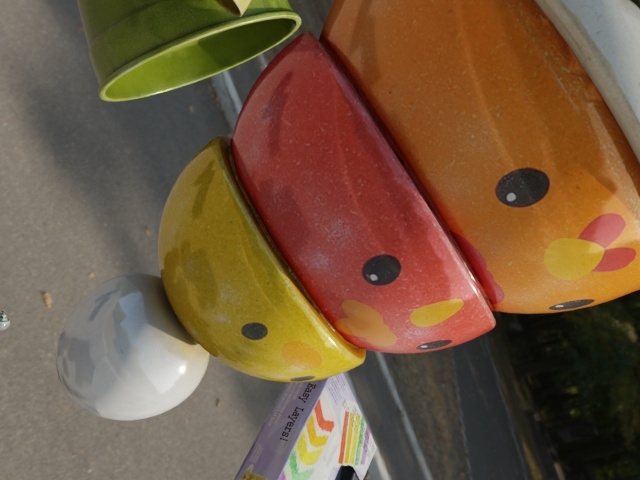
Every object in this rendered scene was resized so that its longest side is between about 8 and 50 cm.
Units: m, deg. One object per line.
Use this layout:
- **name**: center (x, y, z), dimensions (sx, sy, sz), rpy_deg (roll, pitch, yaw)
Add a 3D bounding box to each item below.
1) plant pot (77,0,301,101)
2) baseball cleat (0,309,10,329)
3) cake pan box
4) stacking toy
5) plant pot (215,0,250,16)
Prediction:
- **plant pot**: center (-0.269, -0.468, 1.134), dimensions (0.366, 0.367, 0.352), rpy_deg (-50, 119, -75)
- **baseball cleat**: center (-0.804, 0.203, 1.537), dimensions (0.072, 0.206, 0.109), rpy_deg (10, 89, -72)
- **cake pan box**: center (-0.016, 0.337, 0.970), dimensions (0.245, 0.070, 0.266), rpy_deg (-57, 142, -35)
- **stacking toy**: center (0.000, 0.000, 0.534), dimensions (0.350, 0.480, 0.350), rpy_deg (54, 9, -12)
- **plant pot**: center (-0.127, -0.387, 0.908), dimensions (0.134, 0.095, 0.134), rpy_deg (41, 0, 0)
